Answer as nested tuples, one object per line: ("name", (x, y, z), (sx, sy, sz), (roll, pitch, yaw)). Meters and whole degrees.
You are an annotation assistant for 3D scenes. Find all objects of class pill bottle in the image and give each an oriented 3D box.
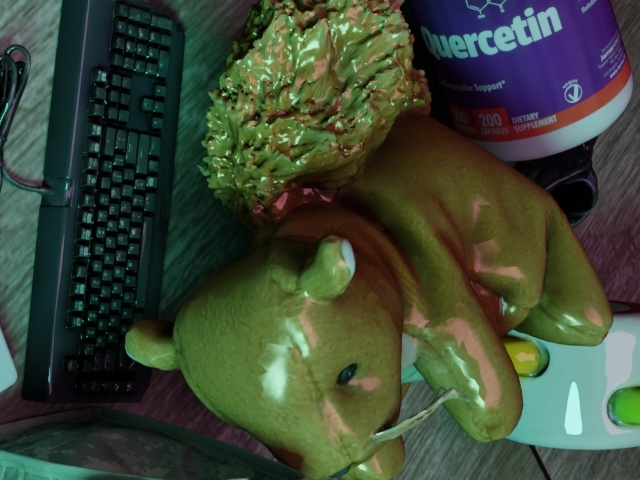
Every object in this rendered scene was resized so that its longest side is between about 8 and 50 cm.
("pill bottle", (0.168, -0.247, 1.361), (0.181, 0.181, 0.323), (-45, 123, -35))

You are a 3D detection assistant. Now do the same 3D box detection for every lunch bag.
("lunch bag", (-0.124, 0.257, 1.005), (0.169, 0.287, 0.235), (-6, 98, -47))

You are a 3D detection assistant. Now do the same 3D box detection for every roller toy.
("roller toy", (0.257, 0.125, 1.479), (0.191, 0.209, 0.146), (-23, 114, -82))

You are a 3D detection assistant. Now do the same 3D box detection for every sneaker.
("sneaker", (0.249, -0.063, 1.502), (0.283, 0.124, 0.107), (-49, 126, -33))

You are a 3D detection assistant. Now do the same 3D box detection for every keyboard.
("keyboard", (-0.186, -0.035, 1.105), (0.201, 0.033, 0.317), (7, 87, -47))

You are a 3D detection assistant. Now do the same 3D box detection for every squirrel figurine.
("squirrel figurine", (0.000, 0.000, 1.110), (0.370, 0.281, 0.397), (-17, 88, -60))

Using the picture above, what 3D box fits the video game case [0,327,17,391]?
("video game case", (-0.363, 0.017, 0.915), (0.300, 0.036, 0.329), (-34, 118, -41))
